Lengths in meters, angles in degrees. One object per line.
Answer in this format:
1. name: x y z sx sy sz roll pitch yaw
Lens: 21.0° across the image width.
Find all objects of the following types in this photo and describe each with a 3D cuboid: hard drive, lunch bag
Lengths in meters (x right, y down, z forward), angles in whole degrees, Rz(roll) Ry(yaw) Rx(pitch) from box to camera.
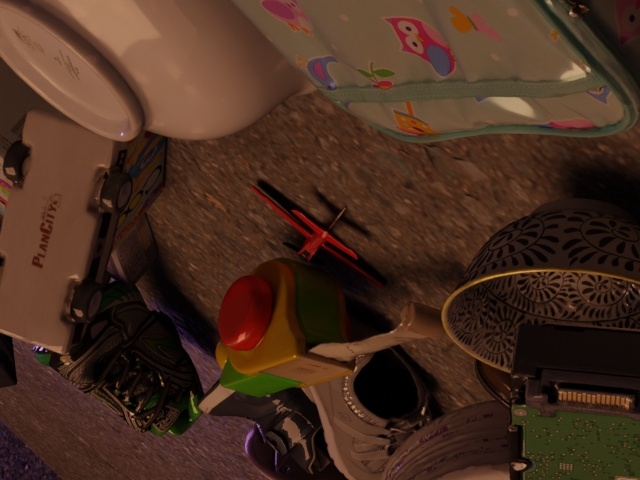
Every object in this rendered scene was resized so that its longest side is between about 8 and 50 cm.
1. hard drive: 0.248 0.175 1.185 0.237 0.064 0.339 4 146 11
2. lunch bag: 0.058 -0.145 0.898 0.224 0.108 0.279 47 160 -26

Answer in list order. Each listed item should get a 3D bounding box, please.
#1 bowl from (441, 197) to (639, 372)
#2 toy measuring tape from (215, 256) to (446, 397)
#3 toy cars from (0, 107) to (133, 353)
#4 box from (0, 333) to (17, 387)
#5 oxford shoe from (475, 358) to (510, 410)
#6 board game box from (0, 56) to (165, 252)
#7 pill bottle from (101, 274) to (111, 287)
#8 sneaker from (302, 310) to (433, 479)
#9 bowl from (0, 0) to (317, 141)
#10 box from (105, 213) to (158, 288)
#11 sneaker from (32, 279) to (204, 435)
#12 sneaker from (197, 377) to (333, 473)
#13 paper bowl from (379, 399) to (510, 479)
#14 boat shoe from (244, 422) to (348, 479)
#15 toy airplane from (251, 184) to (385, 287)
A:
1. bowl: 0.168 0.025 1.114 0.170 0.080 0.170 8 153 4
2. toy measuring tape: 0.002 0.059 1.516 0.121 0.121 0.330 44 147 -16
3. toy cars: -0.247 -0.106 1.390 0.393 0.176 0.087 66 -160 -1
4. box: -0.441 -0.024 1.769 0.179 0.312 0.343 -8 161 -1
5. oxford shoe: 0.217 0.102 1.263 0.227 0.083 0.096 15 151 25
6. board game box: -0.238 -0.079 1.584 0.144 0.142 0.275 37 162 5
7. pill bottle: -0.326 0.033 2.075 0.119 0.119 0.208 42 162 -11
8. sneaker: 0.062 0.178 1.695 0.115 0.105 0.281 19 154 47
9. bowl: -0.144 -0.164 1.207 0.298 0.134 0.298 34 161 13
10. box: -0.275 -0.057 1.855 0.183 0.056 0.231 32 162 16
11. sneaker: -0.214 0.145 2.017 0.146 0.134 0.343 52 -174 20
12. sneaker: -0.054 0.207 2.027 0.163 0.086 0.226 42 161 -2
13. paper bowl: 0.183 0.251 1.447 0.284 0.148 0.284 5 125 7
14. boat shoe: 0.033 0.319 2.116 0.302 0.109 0.098 32 168 36
15. toy airplane: 0.000 0.000 1.504 0.151 0.028 0.151 33 162 12
